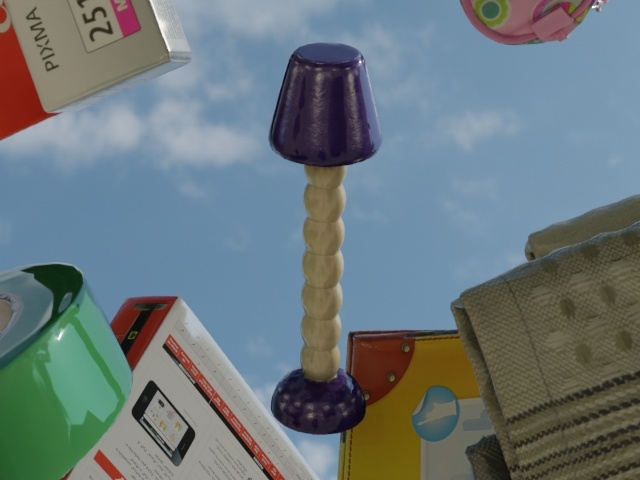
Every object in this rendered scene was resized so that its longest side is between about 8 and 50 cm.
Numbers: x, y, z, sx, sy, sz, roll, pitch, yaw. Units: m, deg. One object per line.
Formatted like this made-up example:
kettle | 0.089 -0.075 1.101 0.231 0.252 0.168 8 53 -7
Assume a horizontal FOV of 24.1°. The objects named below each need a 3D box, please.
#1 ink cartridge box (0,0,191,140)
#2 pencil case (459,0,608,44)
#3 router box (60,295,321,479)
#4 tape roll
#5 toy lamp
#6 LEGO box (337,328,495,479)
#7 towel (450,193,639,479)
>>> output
ink cartridge box | -0.264 -0.238 1.274 0.239 0.060 0.275 -21 -90 18
pencil case | 0.197 -0.237 1.270 0.124 0.284 0.124 4 -75 16
router box | -0.158 0.278 1.573 0.082 0.301 0.335 -4 -48 38
tape roll | -0.276 0.123 0.927 0.321 0.321 0.077 -21 -73 12
toy lamp | 0.000 0.000 1.034 0.080 0.080 0.275 1 -64 -6
LEGO box | 0.201 0.313 1.060 0.372 0.500 0.193 -6 -18 36
towel | 0.229 0.110 0.577 0.324 0.056 0.312 -18 -91 -15
